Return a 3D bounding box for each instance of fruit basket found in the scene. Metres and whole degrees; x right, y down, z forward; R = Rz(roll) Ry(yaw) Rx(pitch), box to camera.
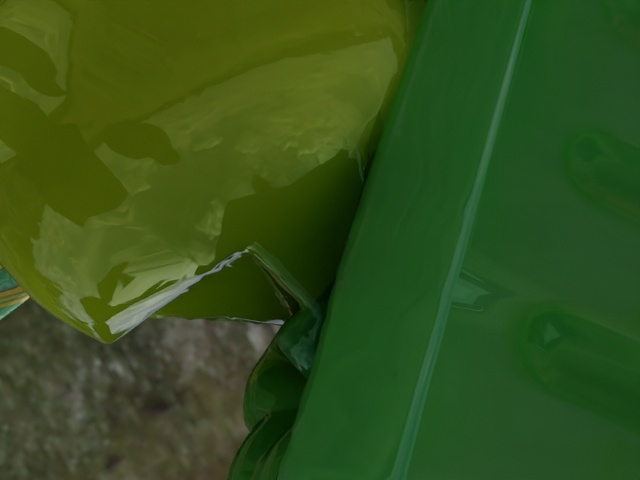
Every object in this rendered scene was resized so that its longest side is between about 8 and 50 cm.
[{"bbox_3d":[0.000,0.000,0.645,0.392,0.392,0.283,-28,152,-26],"label":"fruit basket"}]

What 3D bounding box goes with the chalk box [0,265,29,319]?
[{"bbox_3d":[-0.223,-0.055,1.198,0.213,0.132,0.132,-38,-142,2],"label":"chalk box"}]
